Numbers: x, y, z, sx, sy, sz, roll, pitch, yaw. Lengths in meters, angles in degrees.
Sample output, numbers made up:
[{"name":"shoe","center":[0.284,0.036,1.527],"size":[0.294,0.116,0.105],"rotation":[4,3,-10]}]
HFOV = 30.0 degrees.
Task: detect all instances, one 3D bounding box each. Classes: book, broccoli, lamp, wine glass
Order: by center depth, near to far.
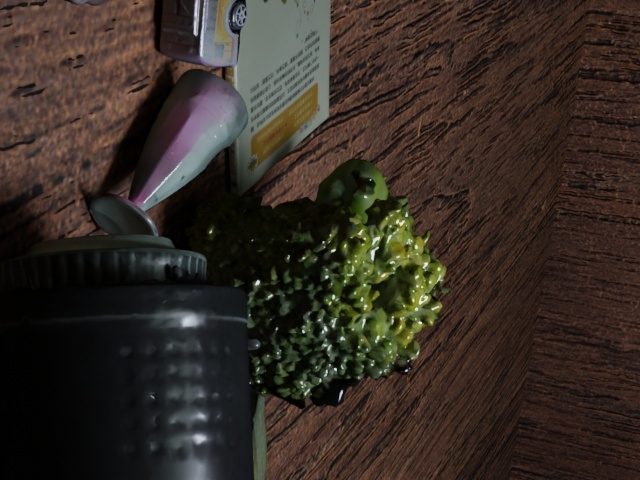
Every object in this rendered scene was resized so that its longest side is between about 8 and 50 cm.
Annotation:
[{"name":"lamp","center":[-0.138,0.133,0.835],"size":[0.374,0.205,0.272],"rotation":[26,67,-35]},{"name":"wine glass","center":[-0.124,-0.068,1.001],"size":[0.073,0.073,0.155],"rotation":[79,32,-48]},{"name":"broccoli","center":[-0.006,0.003,1.107],"size":[0.180,0.242,0.273],"rotation":[66,40,-59]},{"name":"book","center":[-0.039,-0.217,1.189],"size":[0.208,0.020,0.295],"rotation":[-47,145,-51]}]

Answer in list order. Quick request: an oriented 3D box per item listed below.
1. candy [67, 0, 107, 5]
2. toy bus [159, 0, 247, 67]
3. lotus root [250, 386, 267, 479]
[{"name":"candy","center":[-0.133,-0.282,0.729],"size":[0.214,0.157,0.290],"rotation":[76,35,-68]},{"name":"toy bus","center":[-0.095,-0.230,0.997],"size":[0.072,0.057,0.172],"rotation":[-21,121,-58]},{"name":"lotus root","center":[-0.128,0.309,1.146],"size":[0.267,0.149,0.260],"rotation":[-80,172,-45]}]
